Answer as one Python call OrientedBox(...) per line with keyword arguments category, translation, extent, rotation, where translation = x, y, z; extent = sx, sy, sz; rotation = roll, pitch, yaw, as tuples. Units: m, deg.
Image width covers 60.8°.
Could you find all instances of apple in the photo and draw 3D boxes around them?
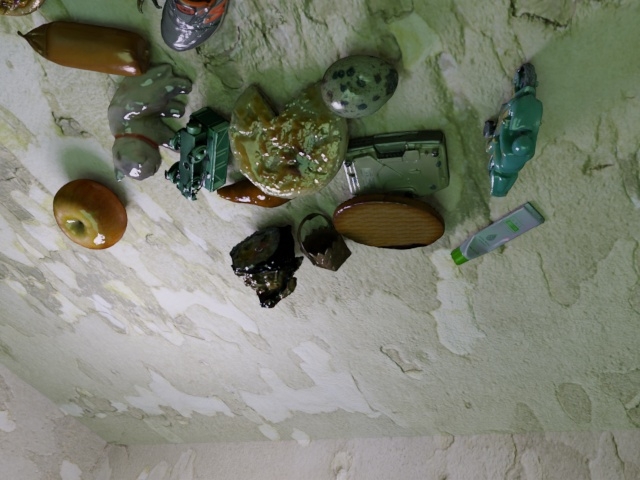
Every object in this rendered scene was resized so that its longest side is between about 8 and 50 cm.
OrientedBox(category="apple", translation=(-0.729, -0.088, 1.747), extent=(0.210, 0.173, 0.235), rotation=(3, 126, 20))

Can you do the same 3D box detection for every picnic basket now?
OrientedBox(category="picnic basket", translation=(0.000, 0.000, 1.649), extent=(0.138, 0.128, 0.178), rotation=(12, 140, 48))

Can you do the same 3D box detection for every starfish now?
OrientedBox(category="starfish", translation=(-0.403, -0.585, 1.237), extent=(0.133, 0.041, 0.130), rotation=(41, 144, -21))

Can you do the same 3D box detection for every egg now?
OrientedBox(category="egg", translation=(0.090, -0.356, 1.259), extent=(0.182, 0.141, 0.141), rotation=(-10, 131, 12))

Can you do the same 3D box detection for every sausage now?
OrientedBox(category="sausage", translation=(-0.587, -0.480, 1.355), extent=(0.328, 0.112, 0.112), rotation=(11, 136, 6))

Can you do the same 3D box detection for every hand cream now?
OrientedBox(category="hand cream", translation=(0.499, -0.012, 1.564), extent=(0.079, 0.050, 0.275), rotation=(17, 139, -42))

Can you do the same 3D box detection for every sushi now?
OrientedBox(category="sushi", translation=(-0.155, 0.085, 1.710), extent=(0.225, 0.238, 0.218), rotation=(-18, 111, 21))

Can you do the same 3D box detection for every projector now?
OrientedBox(category="projector", translation=(0.199, -0.182, 1.441), extent=(0.270, 0.088, 0.193), rotation=(-3, 130, 19))

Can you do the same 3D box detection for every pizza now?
OrientedBox(category="pizza", translation=(-0.709, -0.612, 1.291), extent=(0.246, 0.058, 0.127), rotation=(-21, 125, 29))

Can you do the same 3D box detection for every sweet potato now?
OrientedBox(category="sweet potato", translation=(-0.139, -0.150, 1.557), extent=(0.359, 0.112, 0.112), rotation=(-17, 127, 28))

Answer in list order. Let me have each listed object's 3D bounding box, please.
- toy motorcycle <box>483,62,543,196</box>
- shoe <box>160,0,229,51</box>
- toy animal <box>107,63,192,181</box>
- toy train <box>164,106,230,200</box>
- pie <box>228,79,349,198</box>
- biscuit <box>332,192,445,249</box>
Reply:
OrientedBox(category="toy motorcycle", translation=(0.444, -0.234, 1.242), extent=(0.109, 0.198, 0.296), rotation=(6, 137, 3))
OrientedBox(category="shoe", translation=(-0.270, -0.519, 1.176), extent=(0.132, 0.171, 0.336), rotation=(31, 134, -16))
OrientedBox(category="toy animal", translation=(-0.466, -0.302, 1.454), extent=(0.308, 0.188, 0.266), rotation=(-14, 120, 32))
OrientedBox(category="toy train", translation=(-0.334, -0.232, 1.487), extent=(0.115, 0.154, 0.269), rotation=(32, 139, 15))
OrientedBox(category="pie", translation=(-0.080, -0.251, 1.405), extent=(0.338, 0.075, 0.337), rotation=(6, 114, 15))
OrientedBox(category="biscuit", translation=(0.191, -0.049, 1.541), extent=(0.318, 0.040, 0.318), rotation=(7, 157, 3))
